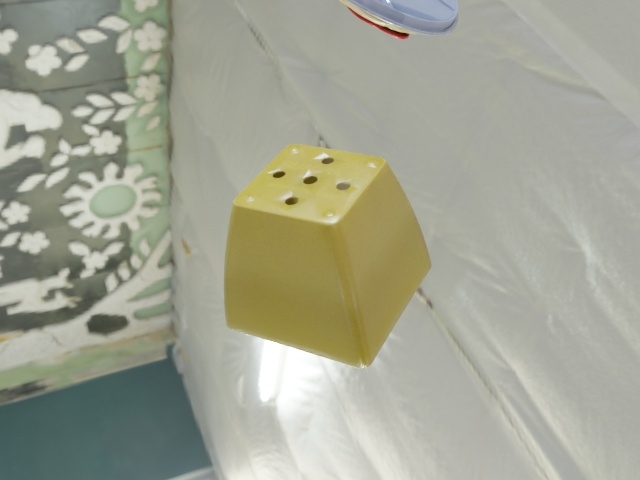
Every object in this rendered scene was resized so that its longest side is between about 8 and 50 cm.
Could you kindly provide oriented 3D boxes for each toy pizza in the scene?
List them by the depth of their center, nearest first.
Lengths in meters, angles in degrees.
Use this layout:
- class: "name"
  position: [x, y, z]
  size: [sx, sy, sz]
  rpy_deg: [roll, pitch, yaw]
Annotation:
- class: "toy pizza"
  position: [0.020, -0.219, 0.581]
  size: [0.032, 0.201, 0.201]
  rpy_deg: [-51, -128, 36]

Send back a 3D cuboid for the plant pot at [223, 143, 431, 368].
- class: "plant pot"
  position: [0.000, 0.000, 0.955]
  size: [0.212, 0.212, 0.187]
  rpy_deg: [13, -46, 27]
